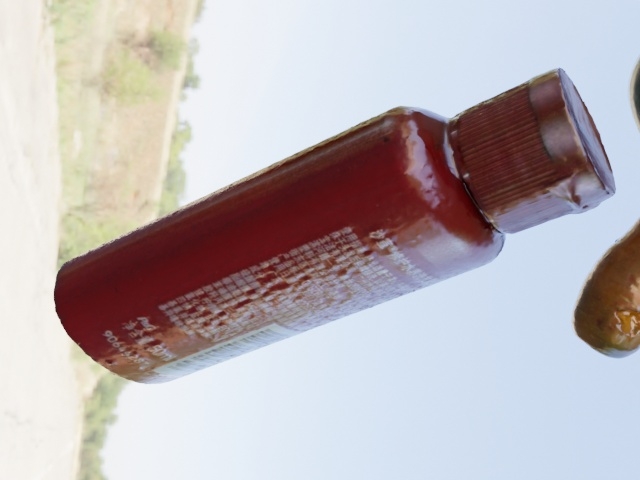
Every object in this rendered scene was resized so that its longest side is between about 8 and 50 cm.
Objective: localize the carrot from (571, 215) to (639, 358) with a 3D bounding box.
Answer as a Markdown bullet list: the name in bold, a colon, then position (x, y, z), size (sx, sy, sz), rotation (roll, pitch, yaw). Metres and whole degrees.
- **carrot**: position (0.319, 0.023, 0.903), size (0.193, 0.087, 0.087), rotation (-59, -163, 10)

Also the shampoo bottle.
- **shampoo bottle**: position (0.000, 0.000, 0.517), size (0.314, 0.118, 0.076), rotation (-23, -133, 26)

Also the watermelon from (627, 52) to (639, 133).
- **watermelon**: position (0.464, -0.181, 1.055), size (0.127, 0.204, 0.232), rotation (71, 5, -56)
